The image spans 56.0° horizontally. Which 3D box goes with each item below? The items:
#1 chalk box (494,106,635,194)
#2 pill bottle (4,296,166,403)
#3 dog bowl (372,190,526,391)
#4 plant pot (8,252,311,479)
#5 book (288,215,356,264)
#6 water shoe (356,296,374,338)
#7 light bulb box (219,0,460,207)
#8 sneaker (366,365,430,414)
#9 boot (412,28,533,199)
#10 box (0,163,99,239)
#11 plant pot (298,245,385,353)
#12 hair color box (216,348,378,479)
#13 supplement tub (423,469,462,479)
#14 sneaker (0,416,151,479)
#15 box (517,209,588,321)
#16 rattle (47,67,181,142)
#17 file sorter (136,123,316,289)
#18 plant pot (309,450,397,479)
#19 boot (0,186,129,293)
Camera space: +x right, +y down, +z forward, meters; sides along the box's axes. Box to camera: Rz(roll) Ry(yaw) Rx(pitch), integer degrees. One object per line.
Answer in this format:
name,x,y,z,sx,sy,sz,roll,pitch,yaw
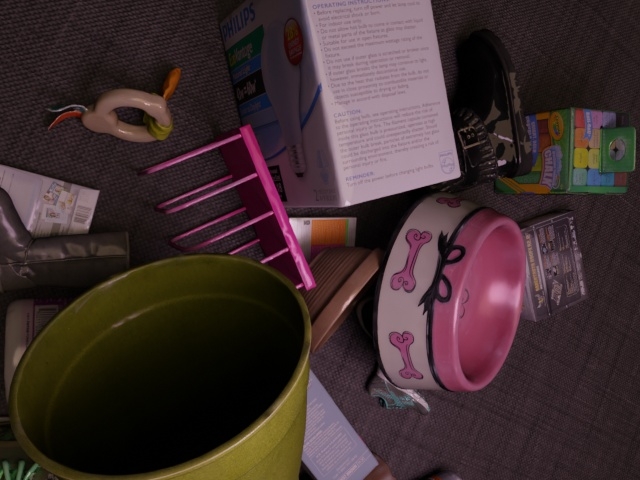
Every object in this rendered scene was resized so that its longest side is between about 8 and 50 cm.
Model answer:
chalk box,0.543,-0.188,1.311,0.179,0.289,0.180,-1,93,-24
pill bottle,-0.348,0.175,0.994,0.302,0.169,0.169,1,93,-24
dog bowl,0.272,0.111,1.179,0.408,0.150,0.407,-16,111,-50
plant pot,-0.170,0.268,0.840,0.367,0.366,0.353,-25,129,-21
book,0.000,0.000,1.217,0.144,0.035,0.096,-1,97,-24
water shoe,0.155,0.201,1.273,0.073,0.080,0.203,-42,109,-18
light bulb box,0.017,-0.253,1.029,0.225,0.358,0.361,-16,99,-25
sneaker,0.165,0.338,1.307,0.166,0.065,0.076,40,94,-18
boot,0.287,-0.267,1.279,0.260,0.131,0.347,-13,84,-9
box,-0.478,-0.039,0.992,0.186,0.038,0.145,15,88,-25
plant pot,0.020,0.091,1.152,0.110,0.237,0.237,38,76,10
hair color box,-0.066,0.288,1.120,0.114,0.185,0.374,-40,108,-17
supplement tub,0.228,0.591,1.312,0.190,0.117,0.117,-16,100,-23
sneaker,-0.453,0.359,0.950,0.410,0.182,0.158,-16,100,-23
box,0.548,0.059,1.457,0.183,0.056,0.231,-18,100,-22
rattle,-0.350,-0.247,1.023,0.200,0.130,0.142,2,81,2
file sorter,-0.171,-0.025,1.047,0.182,0.202,0.290,-26,104,-18
plant pot,0.063,0.522,1.218,0.165,0.167,0.167,-26,104,-30
boot,-0.415,0.000,0.962,0.209,0.076,0.189,-3,110,-17
